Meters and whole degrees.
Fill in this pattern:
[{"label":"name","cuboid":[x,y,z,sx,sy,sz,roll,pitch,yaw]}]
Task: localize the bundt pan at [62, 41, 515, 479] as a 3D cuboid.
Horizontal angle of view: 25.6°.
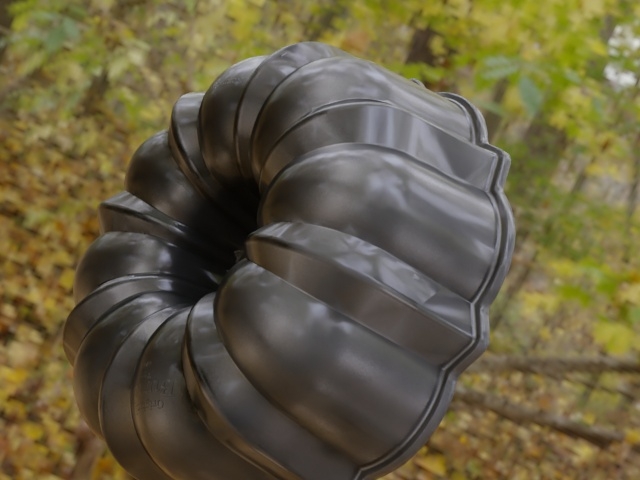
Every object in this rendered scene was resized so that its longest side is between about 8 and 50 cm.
[{"label":"bundt pan","cuboid":[-0.043,0.013,0.889,0.124,0.331,0.331,33,2,-34]}]
